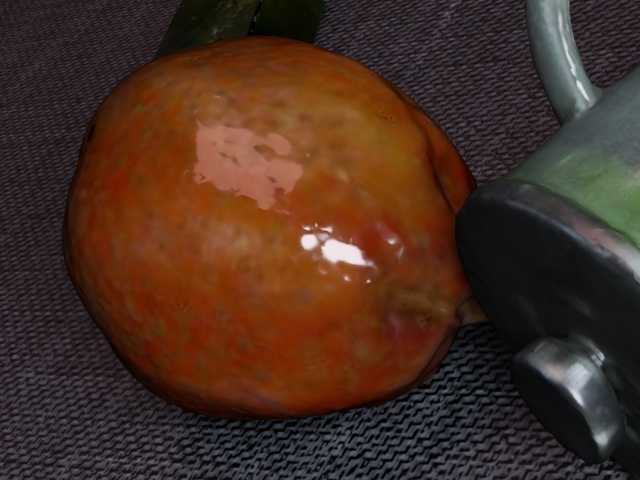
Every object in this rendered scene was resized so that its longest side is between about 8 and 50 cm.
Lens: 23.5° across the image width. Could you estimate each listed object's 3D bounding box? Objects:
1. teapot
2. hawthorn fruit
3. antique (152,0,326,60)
[{"bbox_3d":[0.200,-0.056,0.667,0.337,0.270,0.200,-41,2,-15],"label":"teapot"},{"bbox_3d":[0.000,0.000,0.797,0.262,0.210,0.210,14,50,32],"label":"hawthorn fruit"},{"bbox_3d":[-0.056,-0.154,1.155,0.080,0.081,0.221,-12,35,21],"label":"antique"}]
